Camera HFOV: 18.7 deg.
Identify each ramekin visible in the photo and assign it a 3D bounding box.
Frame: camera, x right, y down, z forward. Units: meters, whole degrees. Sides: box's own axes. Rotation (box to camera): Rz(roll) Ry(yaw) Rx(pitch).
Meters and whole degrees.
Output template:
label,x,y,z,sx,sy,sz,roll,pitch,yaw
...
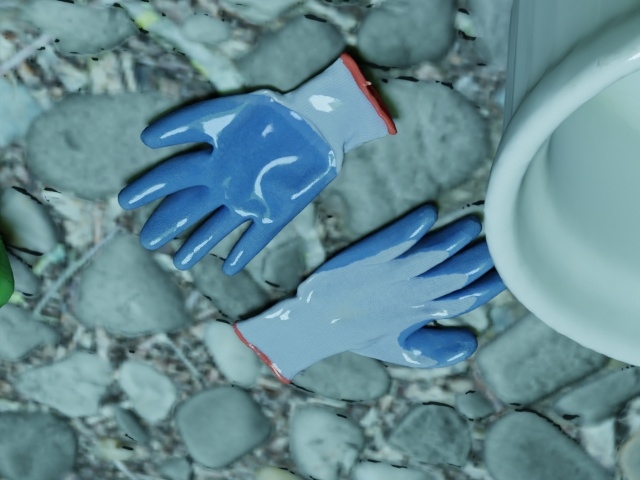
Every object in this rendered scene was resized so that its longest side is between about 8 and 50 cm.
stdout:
label,x,y,z,sx,sy,sz,roll,pitch,yaw
ramekin,0.204,-0.062,0.796,0.277,0.135,0.277,1,147,1

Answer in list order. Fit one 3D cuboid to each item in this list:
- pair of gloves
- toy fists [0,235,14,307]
label,x,y,z,sx,sy,sz,roll,pitch,yaw
pair of gloves,0.000,0.000,0.995,0.159,0.023,0.198,-27,115,26
toy fists,-0.278,-0.040,0.979,0.279,0.096,0.142,41,132,-19
